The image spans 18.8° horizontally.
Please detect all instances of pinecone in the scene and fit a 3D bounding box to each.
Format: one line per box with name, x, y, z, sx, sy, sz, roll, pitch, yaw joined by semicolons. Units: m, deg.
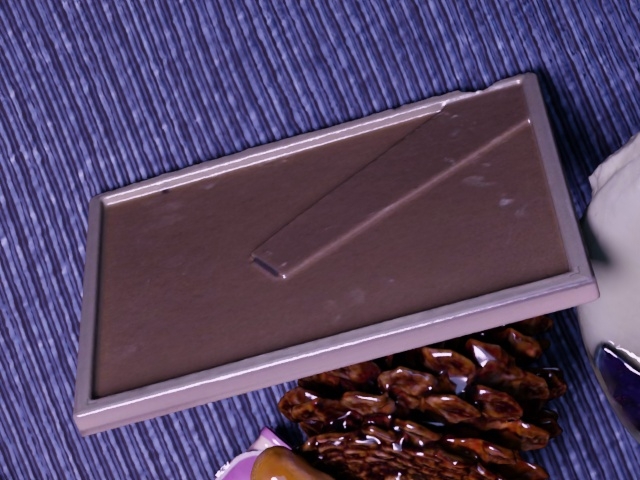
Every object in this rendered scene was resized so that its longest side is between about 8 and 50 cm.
pinecone;0.066;0.074;1.119;0.163;0.163;0.165;14;62;6

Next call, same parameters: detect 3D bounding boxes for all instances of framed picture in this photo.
framed picture;0.000;0.000;1.106;0.290;0.211;0.020;-16;127;8

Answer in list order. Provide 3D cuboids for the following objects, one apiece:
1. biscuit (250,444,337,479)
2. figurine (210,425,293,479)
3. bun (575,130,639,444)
biscuit;-0.014;0.233;1.101;0.164;0.047;0.208;29;109;-16
figurine;-0.012;0.203;1.161;0.156;0.095;0.115;41;95;8
bun;0.295;0.021;1.071;0.293;0.187;0.293;12;118;23
